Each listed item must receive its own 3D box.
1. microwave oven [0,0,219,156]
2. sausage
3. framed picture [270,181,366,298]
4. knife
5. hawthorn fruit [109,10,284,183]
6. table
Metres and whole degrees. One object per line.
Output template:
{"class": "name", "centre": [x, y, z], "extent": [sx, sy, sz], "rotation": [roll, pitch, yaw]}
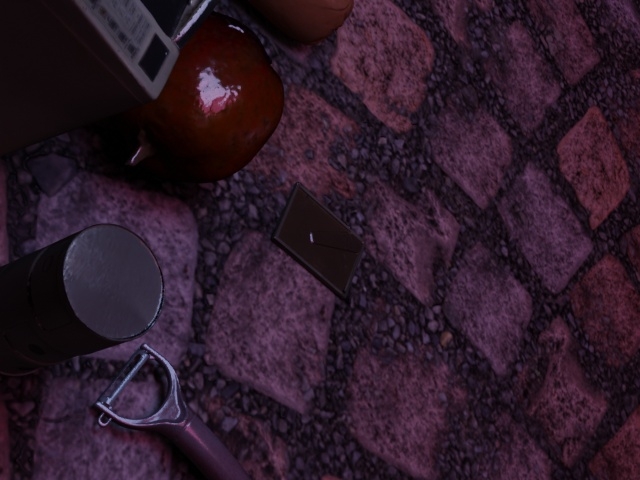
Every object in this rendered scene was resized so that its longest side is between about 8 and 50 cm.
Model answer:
{"class": "microwave oven", "centre": [-0.285, -0.339, 1.318], "extent": [0.247, 0.333, 0.394], "rotation": [47, 45, -35]}
{"class": "sausage", "centre": [-0.083, -0.403, 1.689], "extent": [0.304, 0.121, 0.121], "rotation": [38, 52, -27]}
{"class": "framed picture", "centre": [0.000, 0.000, 1.696], "extent": [0.149, 0.011, 0.109], "rotation": [42, 51, -25]}
{"class": "knife", "centre": [-0.152, 0.261, 1.433], "extent": [0.278, 0.053, 0.123], "rotation": [50, 54, -17]}
{"class": "hawthorn fruit", "centre": [-0.164, -0.169, 1.473], "extent": [0.215, 0.215, 0.249], "rotation": [52, 46, -16]}
{"class": "table", "centre": [-0.280, 0.067, 1.263], "extent": [0.126, 0.220, 0.126], "rotation": [18, 64, -40]}
